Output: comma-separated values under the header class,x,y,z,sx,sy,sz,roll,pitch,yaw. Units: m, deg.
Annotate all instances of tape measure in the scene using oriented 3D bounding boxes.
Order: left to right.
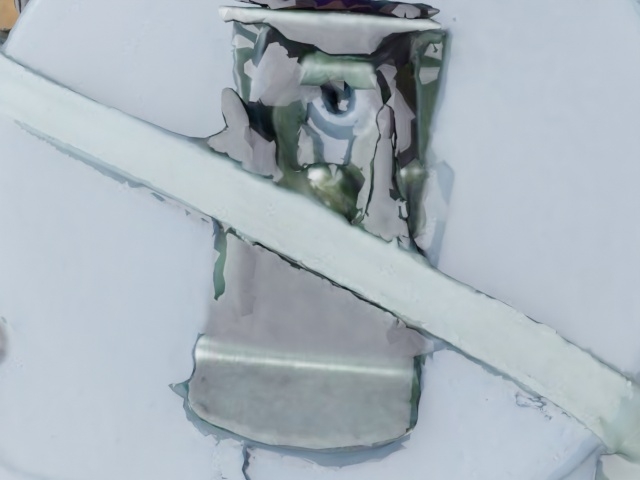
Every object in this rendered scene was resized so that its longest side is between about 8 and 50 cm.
class,x,y,z,sx,sy,sz,roll,pitch,yaw
tape measure,0.001,-0.005,0.388,0.182,0.107,0.181,-1,85,7

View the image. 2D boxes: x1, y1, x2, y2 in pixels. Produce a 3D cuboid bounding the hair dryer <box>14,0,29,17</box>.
class,x,y,z,sx,sy,sz,roll,pitch,yaw
hair dryer,-0.241,-0.288,0.940,0.303,0.120,0.359,-8,101,53
